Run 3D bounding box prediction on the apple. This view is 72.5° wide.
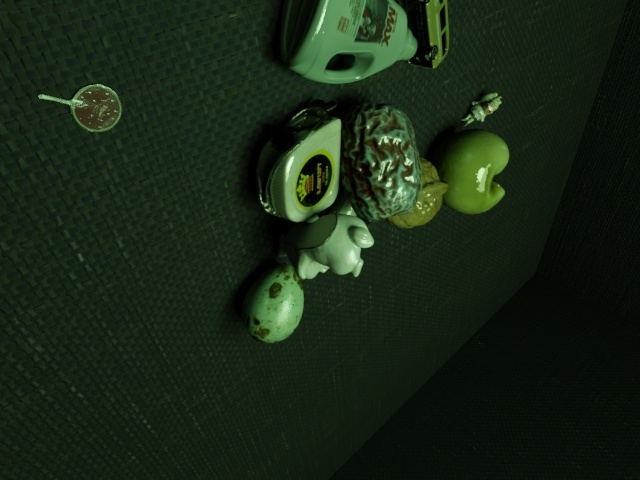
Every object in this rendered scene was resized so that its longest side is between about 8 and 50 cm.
[{"bbox_3d":[0.506,-0.234,1.548,0.233,0.258,0.295,-31,133,-28],"label":"apple"}]

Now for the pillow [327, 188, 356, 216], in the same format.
[{"bbox_3d":[0.057,-0.060,1.323,0.254,0.078,0.144,-61,180,5],"label":"pillow"}]

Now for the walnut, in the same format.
[{"bbox_3d":[0.291,-0.156,1.404,0.257,0.257,0.225,-21,99,-37],"label":"walnut"}]

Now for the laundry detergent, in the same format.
[{"bbox_3d":[0.092,-0.484,1.022,0.397,0.124,0.264,-5,118,-48],"label":"laundry detergent"}]

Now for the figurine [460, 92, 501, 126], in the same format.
[{"bbox_3d":[0.588,-0.484,1.596,0.146,0.081,0.098,-41,177,-18],"label":"figurine"}]

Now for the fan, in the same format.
[{"bbox_3d":[-0.409,-0.232,0.751,0.133,0.005,0.085,1,116,-49],"label":"fan"}]

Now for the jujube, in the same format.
[{"bbox_3d":[0.154,-0.205,1.160,0.226,0.226,0.317,-8,91,-44],"label":"jujube"}]

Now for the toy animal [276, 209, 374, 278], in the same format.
[{"bbox_3d":[-0.002,0.006,1.145,0.208,0.325,0.154,-49,121,-6],"label":"toy animal"}]

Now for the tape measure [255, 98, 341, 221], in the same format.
[{"bbox_3d":[-0.062,-0.191,1.067,0.231,0.133,0.271,-31,137,-40],"label":"tape measure"}]

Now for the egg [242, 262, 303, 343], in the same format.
[{"bbox_3d":[-0.129,0.175,1.231,0.169,0.169,0.231,24,85,-53],"label":"egg"}]

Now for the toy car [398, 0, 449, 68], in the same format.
[{"bbox_3d":[0.276,-0.592,1.156,0.124,0.101,0.257,-49,144,-18],"label":"toy car"}]
